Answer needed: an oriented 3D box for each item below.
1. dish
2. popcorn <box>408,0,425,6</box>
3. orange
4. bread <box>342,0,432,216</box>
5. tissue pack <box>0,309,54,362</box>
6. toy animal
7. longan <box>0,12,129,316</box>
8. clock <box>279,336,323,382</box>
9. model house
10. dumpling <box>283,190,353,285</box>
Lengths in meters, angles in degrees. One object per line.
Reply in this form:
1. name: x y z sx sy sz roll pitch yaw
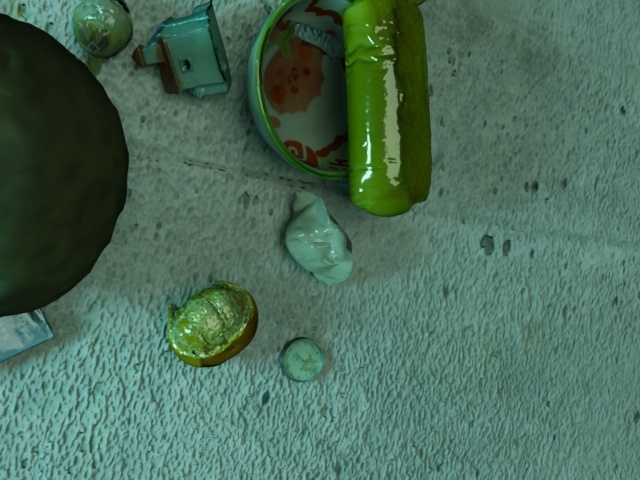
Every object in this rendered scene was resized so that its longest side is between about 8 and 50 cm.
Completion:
1. dish: -0.013 -0.268 1.258 0.324 0.124 0.324 -2 92 -39
2. popcorn: 0.111 -0.549 1.271 0.258 0.224 0.270 1 72 -48
3. orange: -0.182 0.136 1.181 0.156 0.134 0.156 -32 146 -26
4. bread: 0.125 -0.233 1.218 0.166 0.112 0.384 -4 94 -38
5. tissue pack: -0.507 0.133 1.086 0.156 0.051 0.112 -26 101 -22
6. toy animal: -0.352 -0.337 1.151 0.098 0.137 0.098 13 44 -12
7. longan: -0.454 -0.103 0.911 0.404 0.436 0.404 -1 54 2
8. clock: -0.034 0.221 1.308 0.085 0.017 0.085 0 89 -23
9. model house: -0.236 -0.312 1.189 0.148 0.119 0.148 -11 118 0
10. dumpling: 0.000 0.000 1.265 0.108 0.127 0.188 -22 104 -28
